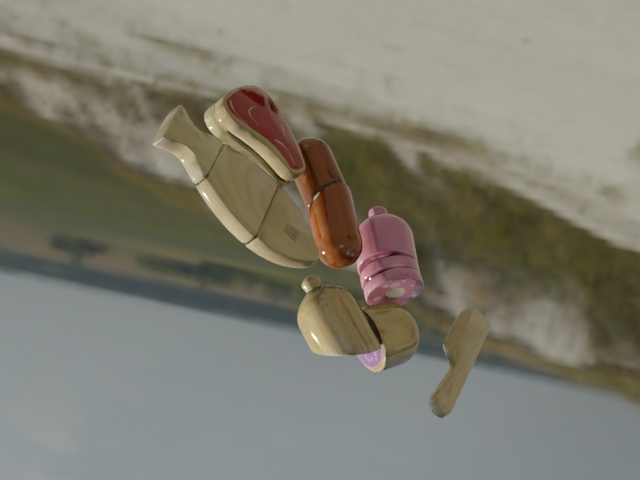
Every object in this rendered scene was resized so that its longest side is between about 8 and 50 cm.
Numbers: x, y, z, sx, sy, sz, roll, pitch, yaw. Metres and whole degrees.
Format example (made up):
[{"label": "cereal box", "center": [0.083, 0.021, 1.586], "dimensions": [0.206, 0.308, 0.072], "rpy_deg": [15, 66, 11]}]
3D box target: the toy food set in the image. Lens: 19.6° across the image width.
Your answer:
[{"label": "toy food set", "center": [0.000, 0.000, 0.569], "dimensions": [0.122, 0.019, 0.078], "rpy_deg": [48, -147, -9]}]
